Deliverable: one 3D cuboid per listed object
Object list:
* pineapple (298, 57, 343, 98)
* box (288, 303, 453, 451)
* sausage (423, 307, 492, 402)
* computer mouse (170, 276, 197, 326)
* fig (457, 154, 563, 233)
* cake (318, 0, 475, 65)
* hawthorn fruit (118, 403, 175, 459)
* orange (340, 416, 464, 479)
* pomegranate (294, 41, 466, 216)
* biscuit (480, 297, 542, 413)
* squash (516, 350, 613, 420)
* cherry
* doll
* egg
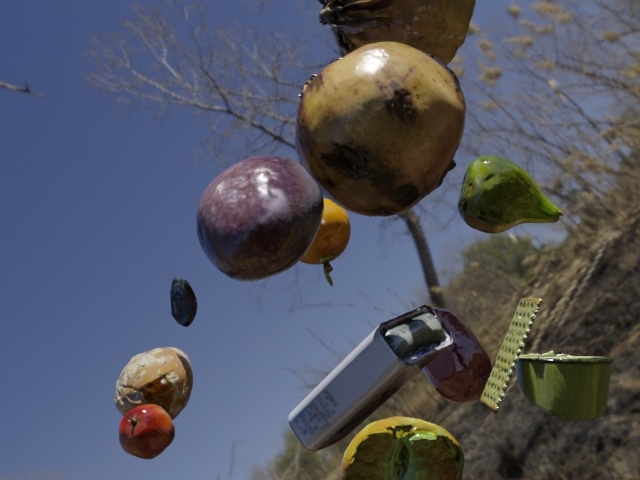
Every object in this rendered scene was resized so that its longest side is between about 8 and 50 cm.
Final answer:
[{"bbox_3d":[0.129,-0.433,2.512,0.300,0.352,0.352,-18,-7,23],"label":"pineapple"},{"bbox_3d":[0.102,0.288,1.632,0.190,0.112,0.369,-18,-25,-48],"label":"box"},{"bbox_3d":[0.301,0.263,1.841,0.152,0.279,0.152,-7,-61,-13],"label":"sausage"},{"bbox_3d":[-0.356,0.159,2.067,0.079,0.135,0.047,-11,1,40],"label":"computer mouse"},{"bbox_3d":[0.509,-0.110,2.098,0.206,0.275,0.206,14,-90,-90],"label":"fig"},{"bbox_3d":[0.145,-0.546,1.814,0.321,0.332,0.332,8,-45,-29],"label":"cake"},{"bbox_3d":[-0.392,0.429,1.768,0.125,0.125,0.140,-39,-5,-12],"label":"hawthorn fruit"},{"bbox_3d":[0.220,0.596,2.124,0.196,0.334,0.262,-89,-2,-61],"label":"orange"},{"bbox_3d":[0.104,-0.190,1.355,0.322,0.322,0.322,-38,-17,-14],"label":"pomegranate"},{"bbox_3d":[0.368,0.218,1.534,0.139,0.016,0.231,92,-160,-87],"label":"biscuit"},{"bbox_3d":[0.545,0.313,1.783,0.220,0.220,0.133,-4,-85,-64],"label":"squash"},{"bbox_3d":[-0.097,-0.035,1.258,0.213,0.266,0.183,-46,-61,5],"label":"cherry"},{"bbox_3d":[0.000,0.000,2.277,0.213,0.236,0.213,-18,-21,-7],"label":"doll"},{"bbox_3d":[-0.431,0.382,2.068,0.233,0.195,0.195,-43,-13,-36],"label":"egg"}]
